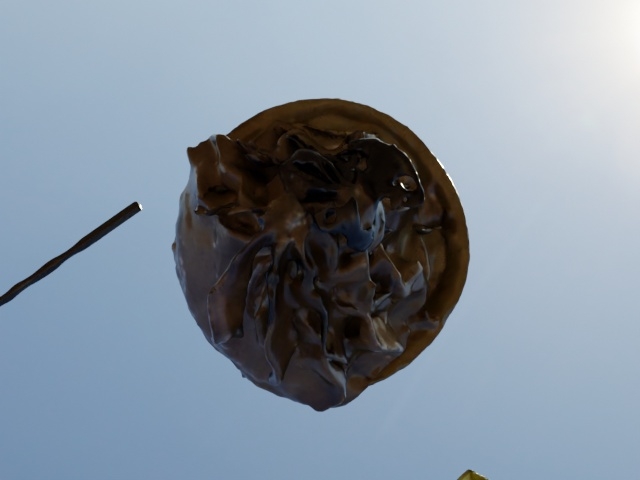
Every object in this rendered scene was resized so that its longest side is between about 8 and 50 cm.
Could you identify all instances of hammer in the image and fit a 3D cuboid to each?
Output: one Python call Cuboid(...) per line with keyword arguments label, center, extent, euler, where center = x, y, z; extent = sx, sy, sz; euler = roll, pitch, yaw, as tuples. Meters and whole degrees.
Cuboid(label="hammer", center=(-0.313, 0.045, 1.203), extent=(0.292, 0.058, 0.029), euler=(-34, -125, 2))

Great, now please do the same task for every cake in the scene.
Cuboid(label="cake", center=(0.007, 0.005, 1.153), extent=(0.333, 0.332, 0.321), euler=(-10, 180, -9))

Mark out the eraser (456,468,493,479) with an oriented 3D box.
Cuboid(label="eraser", center=(0.167, 0.346, 1.308), extent=(0.045, 0.097, 0.122), euler=(28, -148, -17))
